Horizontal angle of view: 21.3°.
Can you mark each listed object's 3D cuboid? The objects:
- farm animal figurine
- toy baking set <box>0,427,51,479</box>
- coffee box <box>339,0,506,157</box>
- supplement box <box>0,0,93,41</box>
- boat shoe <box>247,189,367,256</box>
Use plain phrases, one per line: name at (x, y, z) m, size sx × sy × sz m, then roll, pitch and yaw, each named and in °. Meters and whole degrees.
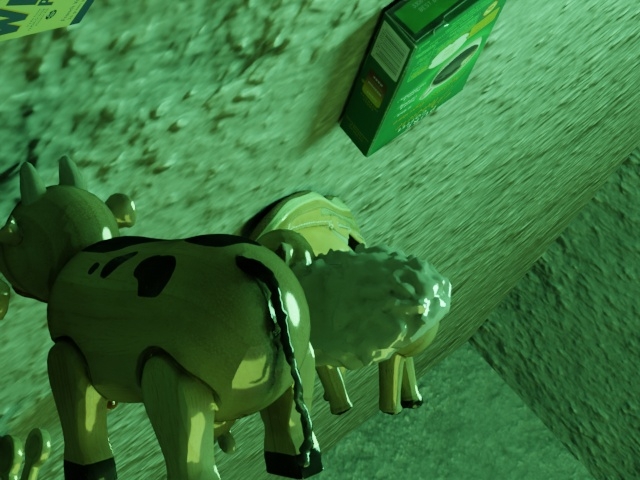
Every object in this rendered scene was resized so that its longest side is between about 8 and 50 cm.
farm animal figurine at (-0.136, 0.047, 0.917) m, size 0.327 × 0.172 × 0.330 m, roll 0°, pitch -166°, yaw 32°
toy baking set at (-0.243, 0.261, 1.326) m, size 0.030 × 0.256 × 0.197 m, roll 12°, pitch 117°, yaw -35°
coffee box at (0.080, -0.144, 1.307) m, size 0.113 × 0.040 × 0.184 m, roll -38°, pitch 168°, yaw -21°
supplement box at (-0.122, -0.118, 0.592) m, size 0.056 × 0.083 × 0.083 m, roll -49°, pitch 167°, yaw 33°
boat shoe at (0.000, 0.000, 1.490) m, size 0.068 × 0.072 × 0.190 m, roll -46°, pitch 168°, yaw 19°
